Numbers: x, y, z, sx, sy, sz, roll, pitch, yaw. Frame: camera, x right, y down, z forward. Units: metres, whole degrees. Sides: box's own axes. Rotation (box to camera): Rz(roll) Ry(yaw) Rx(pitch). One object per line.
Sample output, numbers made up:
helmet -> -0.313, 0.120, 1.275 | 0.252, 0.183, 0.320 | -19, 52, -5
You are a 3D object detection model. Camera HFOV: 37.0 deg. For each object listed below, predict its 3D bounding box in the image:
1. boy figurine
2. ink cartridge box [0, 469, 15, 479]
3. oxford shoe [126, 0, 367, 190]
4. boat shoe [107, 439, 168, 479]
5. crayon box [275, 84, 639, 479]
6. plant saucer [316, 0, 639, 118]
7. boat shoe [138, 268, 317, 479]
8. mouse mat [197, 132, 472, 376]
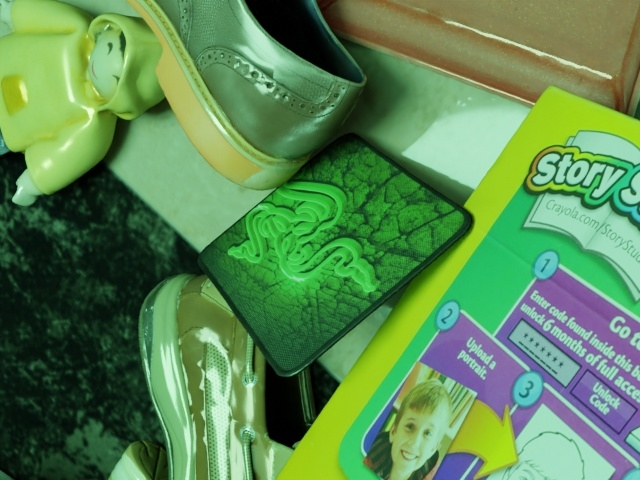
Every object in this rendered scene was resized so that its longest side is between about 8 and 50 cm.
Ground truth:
boy figurine -> -0.232, -0.118, 0.790 | 0.285, 0.092, 0.177 | -3, 86, 28
ink cartridge box -> -0.308, 0.354, 0.811 | 0.197, 0.114, 0.273 | 26, 101, 21
oxford shoe -> -0.086, -0.221, 0.689 | 0.133, 0.130, 0.364 | -36, 84, 40
boat shoe -> -0.114, 0.241, 0.756 | 0.059, 0.063, 0.170 | -47, 63, 20
crayon box -> 0.157, 0.116, 0.477 | 0.313, 0.106, 0.363 | -55, 32, 7
plant saucer -> 0.105, -0.218, 0.595 | 0.258, 0.048, 0.259 | 25, 139, 22
boat shoe -> -0.037, 0.171, 0.687 | 0.120, 0.122, 0.324 | -17, 84, 20
mouse mat -> 0.000, 0.000, 0.643 | 0.152, 0.007, 0.189 | -40, 32, -4
